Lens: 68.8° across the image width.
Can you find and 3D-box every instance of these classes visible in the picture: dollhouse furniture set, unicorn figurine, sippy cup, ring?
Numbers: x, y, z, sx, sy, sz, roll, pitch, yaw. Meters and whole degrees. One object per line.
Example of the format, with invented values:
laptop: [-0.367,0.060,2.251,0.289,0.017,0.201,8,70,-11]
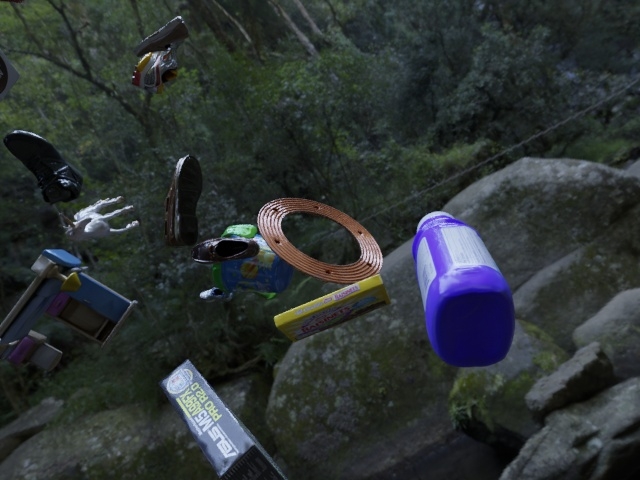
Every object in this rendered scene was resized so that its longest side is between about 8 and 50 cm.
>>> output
dollhouse furniture set: [-0.565,0.192,1.018,0.287,0.198,0.303,-58,12,-11]
unicorn figurine: [-0.358,-0.031,0.754,0.111,0.060,0.161,-24,15,-31]
sippy cup: [-0.215,0.082,1.609,0.223,0.240,0.305,8,-4,19]
ring: [0.000,0.000,1.178,0.336,0.336,0.032,-26,-33,-51]

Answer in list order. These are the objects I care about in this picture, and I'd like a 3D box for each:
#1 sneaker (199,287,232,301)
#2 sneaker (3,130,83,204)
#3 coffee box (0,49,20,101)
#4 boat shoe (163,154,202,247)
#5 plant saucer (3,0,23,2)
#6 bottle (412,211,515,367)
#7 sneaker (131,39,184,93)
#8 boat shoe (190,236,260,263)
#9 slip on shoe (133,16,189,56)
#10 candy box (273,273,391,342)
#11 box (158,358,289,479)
sneaker: [-0.407,0.202,1.795,0.135,0.052,0.058,-6,-32,17]
sneaker: [-0.720,-0.183,1.227,0.087,0.130,0.228,-28,-41,2]
coffee box: [-1.127,-0.474,1.256,0.335,0.337,0.338,82,-161,-59]
boat shoe: [-0.465,-0.129,1.533,0.104,0.308,0.110,-6,-16,31]
plant saucer: [-0.682,-0.599,0.951,0.048,0.258,0.259,92,-173,-63]
bottle: [0.172,0.039,0.611,0.092,0.118,0.283,-5,21,8]
sneaker: [-0.432,-0.491,1.298,0.088,0.092,0.226,-34,32,59]
boat shoe: [-0.276,0.025,1.307,0.206,0.073,0.073,-10,-6,15]
slip on shoe: [-0.330,-0.411,0.972,0.135,0.041,0.051,-24,28,20]
candy box: [0.026,0.129,0.864,0.205,0.027,0.105,-23,-33,5]
box: [-0.126,0.335,0.736,0.060,0.216,0.270,-39,-49,-19]
